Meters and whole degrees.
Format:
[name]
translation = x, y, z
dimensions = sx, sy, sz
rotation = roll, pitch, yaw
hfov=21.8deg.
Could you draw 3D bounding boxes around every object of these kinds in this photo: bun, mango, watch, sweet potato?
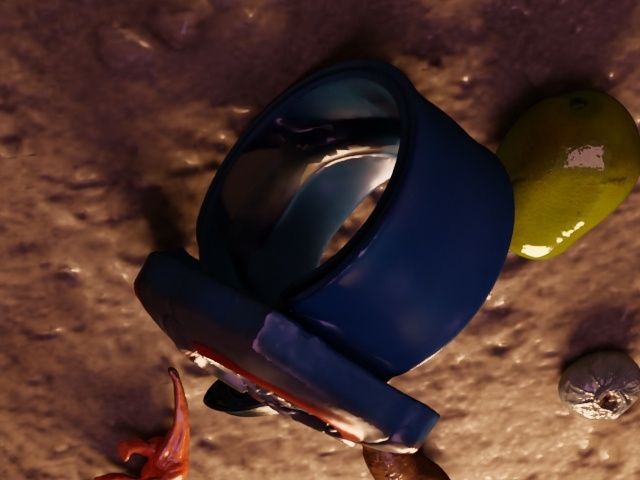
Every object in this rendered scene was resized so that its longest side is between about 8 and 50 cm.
[bun]
translation = 0.273, 0.144, 1.613
dimensions = 0.083, 0.045, 0.083
rotation = -5, 124, -7
[mango]
translation = 0.201, -0.056, 1.412
dimensions = 0.117, 0.089, 0.163
rotation = 26, 118, -29
[watch]
translation = 0.000, 0.000, 1.340
dimensions = 0.241, 0.305, 0.275
rotation = 36, 82, -36
[sweet potato]
translation = 0.090, 0.235, 1.637
dimensions = 0.065, 0.051, 0.218
rotation = -25, 129, 9

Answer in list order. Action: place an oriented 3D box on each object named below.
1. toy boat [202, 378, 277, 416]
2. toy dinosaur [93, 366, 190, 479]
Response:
[toy boat]
translation = -0.040, 0.128, 1.521
dimensions = 0.141, 0.055, 0.060
rotation = -17, 137, 1
[toy dinosaur]
translation = -0.164, 0.242, 1.579
dimensions = 0.101, 0.055, 0.280
rotation = -4, 129, -40
